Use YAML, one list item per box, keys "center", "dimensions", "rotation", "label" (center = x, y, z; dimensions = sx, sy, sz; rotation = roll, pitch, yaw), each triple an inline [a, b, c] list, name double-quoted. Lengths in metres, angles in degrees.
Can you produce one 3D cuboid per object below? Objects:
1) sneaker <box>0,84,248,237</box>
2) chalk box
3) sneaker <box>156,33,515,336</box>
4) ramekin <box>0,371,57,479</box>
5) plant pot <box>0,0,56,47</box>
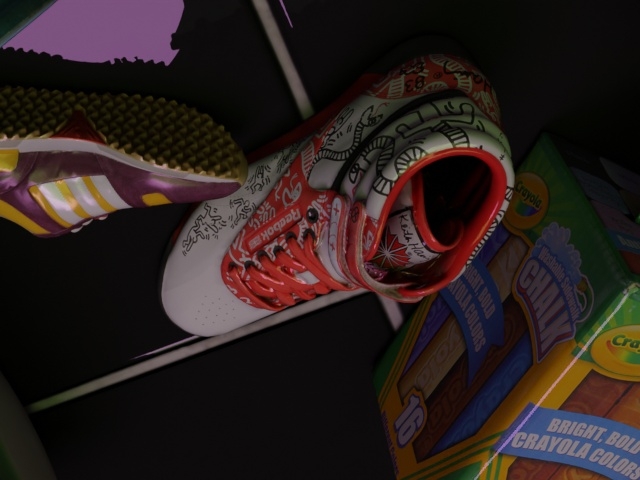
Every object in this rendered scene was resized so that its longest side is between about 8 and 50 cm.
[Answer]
- center: [-0.139, -0.041, 0.740]
  dimensions: [0.185, 0.069, 0.084]
  rotation: [9, 131, -7]
  label: "sneaker"
- center: [0.190, 0.064, 0.783]
  dimensions: [0.180, 0.179, 0.289]
  rotation: [22, 118, -21]
  label: "chalk box"
- center: [0.000, -0.001, 0.732]
  dimensions: [0.270, 0.145, 0.090]
  rotation: [-39, 120, 18]
  label: "sneaker"
- center: [-0.268, 0.163, 0.722]
  dimensions: [0.148, 0.303, 0.303]
  rotation: [-27, 123, 2]
  label: "ramekin"
- center: [-0.302, -0.129, 0.551]
  dimensions: [0.272, 0.271, 0.255]
  rotation: [-35, 106, 15]
  label: "plant pot"
